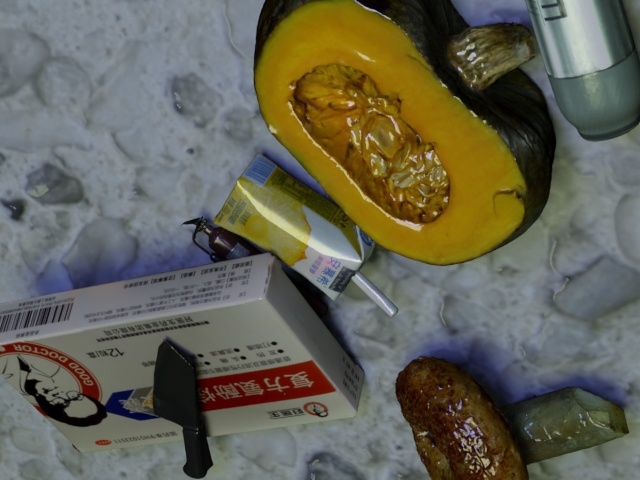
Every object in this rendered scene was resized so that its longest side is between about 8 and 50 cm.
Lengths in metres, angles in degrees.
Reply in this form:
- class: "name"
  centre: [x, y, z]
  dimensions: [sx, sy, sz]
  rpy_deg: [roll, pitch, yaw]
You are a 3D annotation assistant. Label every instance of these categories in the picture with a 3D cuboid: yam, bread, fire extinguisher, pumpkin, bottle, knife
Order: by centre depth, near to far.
- class: "bottle"
  centre: [0.209, -0.208, 1.298]
  dimensions: [0.096, 0.079, 0.253]
  rpy_deg: [17, 135, 58]
- class: "pumpkin"
  centre: [0.087, -0.131, 1.355]
  dimensions: [0.222, 0.139, 0.317]
  rpy_deg: [-33, 101, 36]
- class: "yam"
  centre: [0.234, 0.182, 1.525]
  dimensions: [0.146, 0.070, 0.069]
  rpy_deg: [-23, 109, 29]
- class: "bread"
  centre: [0.137, 0.205, 1.530]
  dimensions: [0.193, 0.064, 0.193]
  rpy_deg: [49, 158, 28]
- class: "fire extinguisher"
  centre: [-0.070, 0.031, 1.572]
  dimensions: [0.173, 0.035, 0.049]
  rpy_deg: [39, 163, -5]
- class: "knife"
  centre: [-0.149, 0.174, 1.592]
  dimensions: [0.060, 0.028, 0.230]
  rpy_deg: [16, 142, 14]

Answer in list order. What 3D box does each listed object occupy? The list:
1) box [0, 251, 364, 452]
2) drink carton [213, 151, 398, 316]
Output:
- class: "box"
  centre: [-0.158, 0.126, 1.598]
  dimensions: [0.353, 0.069, 0.214]
  rpy_deg: [-10, 138, 27]
- class: "drink carton"
  centre: [0.000, 0.000, 1.498]
  dimensions: [0.200, 0.074, 0.084]
  rpy_deg: [33, 126, -2]
